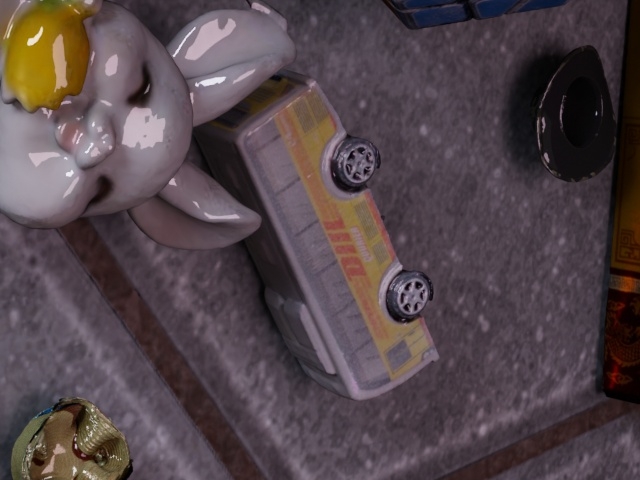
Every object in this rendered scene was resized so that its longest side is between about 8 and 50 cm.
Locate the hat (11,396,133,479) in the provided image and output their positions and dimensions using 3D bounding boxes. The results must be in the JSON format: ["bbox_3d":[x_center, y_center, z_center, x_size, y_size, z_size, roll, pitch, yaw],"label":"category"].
[{"bbox_3d":[-0.176,0.152,1.152,0.076,0.059,0.077,49,59,-19],"label":"hat"}]

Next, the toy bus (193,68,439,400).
[{"bbox_3d":[0.000,0.000,1.265,0.106,0.092,0.268,-36,121,-22],"label":"toy bus"}]

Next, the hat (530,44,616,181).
[{"bbox_3d":[0.212,-0.110,1.462,0.121,0.050,0.121,-4,96,-44],"label":"hat"}]

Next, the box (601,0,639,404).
[{"bbox_3d":[0.394,-0.039,1.501,0.115,0.264,0.415,-4,99,-42],"label":"box"}]

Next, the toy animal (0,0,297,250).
[{"bbox_3d":[-0.167,-0.107,1.043,0.325,0.154,0.209,11,93,-42],"label":"toy animal"}]

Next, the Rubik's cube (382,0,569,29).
[{"bbox_3d":[0.103,-0.305,1.177,0.319,0.319,0.264,0,72,-43],"label":"Rubik's cube"}]
